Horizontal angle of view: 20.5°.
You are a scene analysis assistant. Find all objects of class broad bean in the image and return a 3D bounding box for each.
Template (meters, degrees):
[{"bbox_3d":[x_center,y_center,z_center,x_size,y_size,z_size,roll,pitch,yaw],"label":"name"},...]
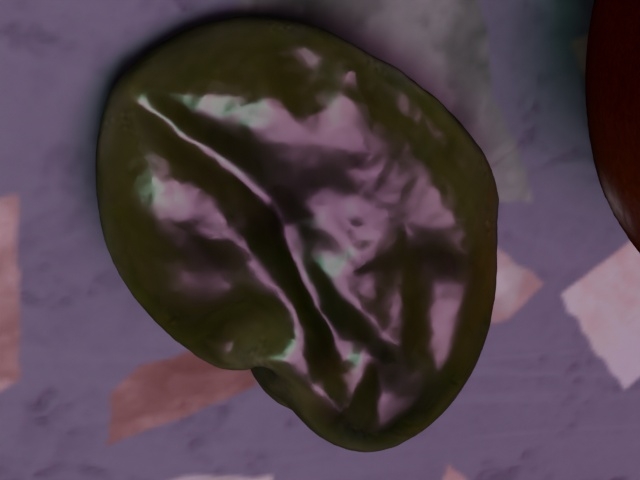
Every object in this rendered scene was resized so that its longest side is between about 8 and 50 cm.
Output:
[{"bbox_3d":[-0.001,-0.001,0.734,0.153,0.072,0.207,-34,126,-6],"label":"broad bean"}]

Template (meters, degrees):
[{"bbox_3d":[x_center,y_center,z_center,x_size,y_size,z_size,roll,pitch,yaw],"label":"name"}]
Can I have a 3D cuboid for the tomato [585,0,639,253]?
[{"bbox_3d":[0.249,-0.084,0.682,0.298,0.298,0.226,-6,83,-18],"label":"tomato"}]
